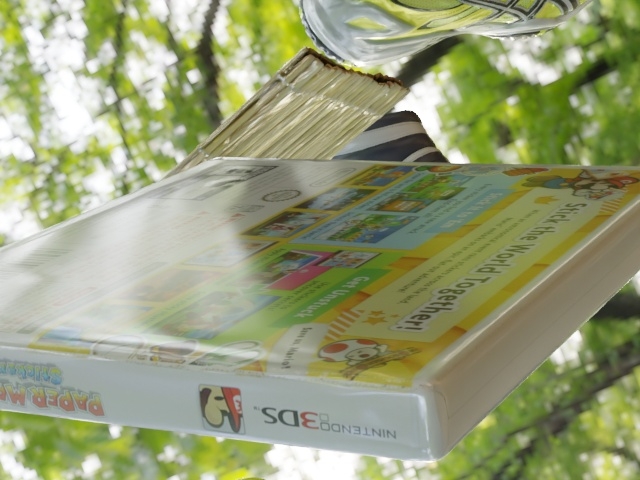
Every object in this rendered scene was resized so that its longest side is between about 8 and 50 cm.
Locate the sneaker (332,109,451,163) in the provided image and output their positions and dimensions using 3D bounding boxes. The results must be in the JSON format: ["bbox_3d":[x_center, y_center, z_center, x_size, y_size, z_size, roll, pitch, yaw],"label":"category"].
[{"bbox_3d":[0.000,0.000,1.310,0.099,0.282,0.153,9,-129,-62],"label":"sneaker"}]

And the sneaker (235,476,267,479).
[{"bbox_3d":[-0.022,0.273,0.845,0.109,0.123,0.296,-25,-76,-32],"label":"sneaker"}]

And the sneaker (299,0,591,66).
[{"bbox_3d":[0.171,-0.274,1.494,0.145,0.384,0.147,63,156,7],"label":"sneaker"}]

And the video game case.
[{"bbox_3d":[-0.008,0.010,0.508,0.227,0.206,0.026,-29,-63,-57],"label":"video game case"}]

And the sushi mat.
[{"bbox_3d":[-0.085,-0.008,0.977,0.019,0.316,0.151,55,-159,16],"label":"sushi mat"}]
